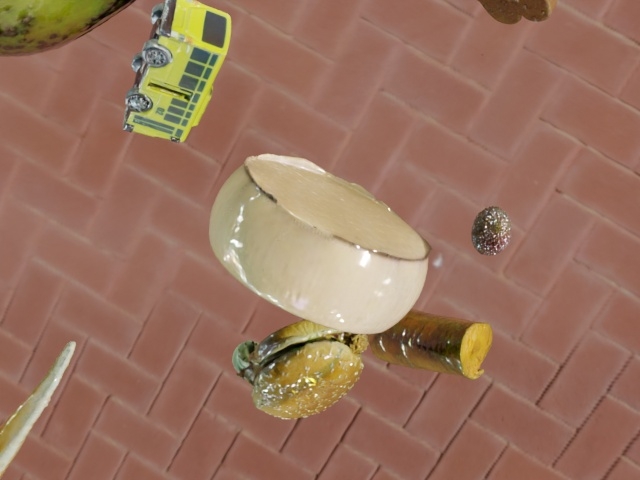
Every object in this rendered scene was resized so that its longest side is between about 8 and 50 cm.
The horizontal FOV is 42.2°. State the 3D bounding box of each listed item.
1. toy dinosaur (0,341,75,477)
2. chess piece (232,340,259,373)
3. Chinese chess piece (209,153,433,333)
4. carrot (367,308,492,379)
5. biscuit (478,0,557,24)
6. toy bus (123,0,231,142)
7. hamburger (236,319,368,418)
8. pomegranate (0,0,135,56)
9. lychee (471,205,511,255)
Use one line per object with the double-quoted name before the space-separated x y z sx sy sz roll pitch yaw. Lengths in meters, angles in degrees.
"toy dinosaur" -0.195 0.151 0.397 0.142 0.212 0.057 -3 140 27
"chess piece" -0.131 0.212 1.529 0.067 0.103 0.067 1 73 -3
"Chinese chess piece" 0.000 0.000 1.245 0.338 0.338 0.140 29 109 4
"carrot" 0.197 0.183 1.513 0.114 0.302 0.114 -1 91 -30
"biscuit" 0.121 -0.241 0.640 0.175 0.124 0.026 46 73 -31
"toy bus" -0.265 -0.304 1.509 0.150 0.128 0.262 16 140 -19
"hamburger" -0.017 0.211 1.396 0.215 0.189 0.122 -40 53 29
"pomegranate" -0.185 -0.246 0.467 0.222 0.204 0.277 -5 68 -16
"lychee" 0.266 -0.012 1.282 0.068 0.067 0.083 -16 113 -13
